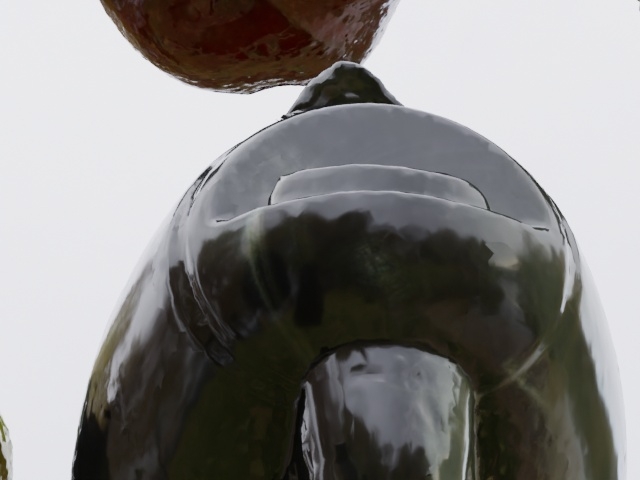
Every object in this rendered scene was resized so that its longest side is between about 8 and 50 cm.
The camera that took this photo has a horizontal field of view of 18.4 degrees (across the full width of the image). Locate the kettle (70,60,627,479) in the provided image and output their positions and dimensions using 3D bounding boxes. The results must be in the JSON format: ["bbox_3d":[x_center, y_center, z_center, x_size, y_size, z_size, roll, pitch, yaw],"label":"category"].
[{"bbox_3d":[0.010,0.119,0.736,0.228,0.321,0.324,2,-41,-1],"label":"kettle"}]

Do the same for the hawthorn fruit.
[{"bbox_3d":[-0.041,-0.145,0.970,0.157,0.157,0.194,-37,-6,24],"label":"hawthorn fruit"}]

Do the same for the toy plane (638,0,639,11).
[{"bbox_3d":[0.194,-0.150,0.917,0.267,0.267,0.122,22,-73,-47],"label":"toy plane"}]

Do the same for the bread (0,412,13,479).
[{"bbox_3d":[-0.340,0.167,1.013,0.383,0.112,0.166,-14,-66,-20],"label":"bread"}]
